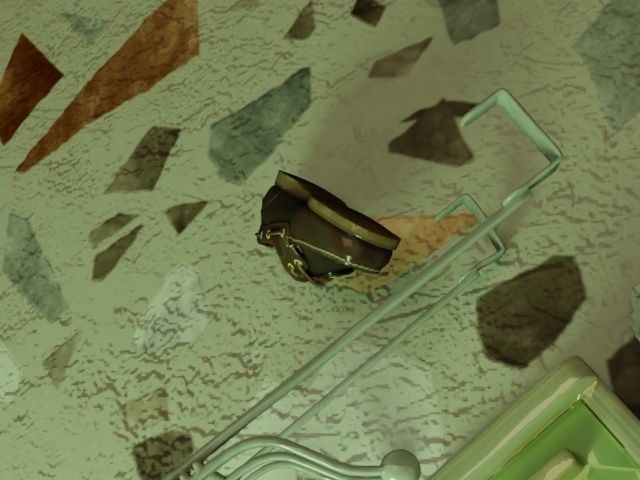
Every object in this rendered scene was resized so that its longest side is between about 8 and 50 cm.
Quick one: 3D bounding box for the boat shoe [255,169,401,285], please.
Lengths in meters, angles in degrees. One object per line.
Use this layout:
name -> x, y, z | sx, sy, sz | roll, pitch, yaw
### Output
boat shoe -> 0.000, 0.000, 0.867 | 0.073, 0.073, 0.207 | -64, 19, 3

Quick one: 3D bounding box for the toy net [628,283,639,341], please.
toy net -> 0.256, 0.027, 0.649 | 0.122, 0.045, 0.232 | -64, 24, -7

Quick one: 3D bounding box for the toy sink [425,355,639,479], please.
toy sink -> 0.145, 0.170, 0.643 | 0.153, 0.131, 0.234 | -42, 47, 6

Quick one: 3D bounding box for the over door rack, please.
over door rack -> 0.040, 0.088, 0.696 | 0.108, 0.239, 0.324 | 38, 79, 9
